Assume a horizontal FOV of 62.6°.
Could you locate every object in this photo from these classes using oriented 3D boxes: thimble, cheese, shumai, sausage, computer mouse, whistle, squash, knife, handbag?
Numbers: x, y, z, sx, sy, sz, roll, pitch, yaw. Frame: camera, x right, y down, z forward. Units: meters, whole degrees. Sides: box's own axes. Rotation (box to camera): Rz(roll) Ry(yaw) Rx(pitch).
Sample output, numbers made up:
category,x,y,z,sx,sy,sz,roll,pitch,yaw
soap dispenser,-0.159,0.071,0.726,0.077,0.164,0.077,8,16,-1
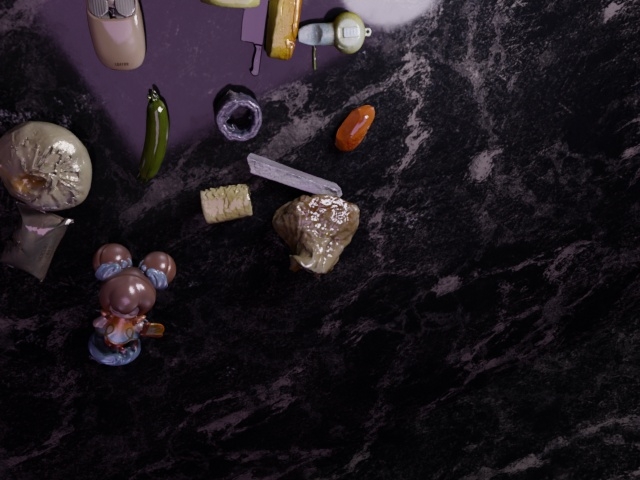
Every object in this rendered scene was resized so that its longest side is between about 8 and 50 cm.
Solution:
category,x,y,z,sx,sy,sz,roll,pitch,yaw
thimble,-0.261,-0.390,1.657,0.149,0.098,0.150,-7,122,-11
cheese,-0.319,-0.126,1.799,0.167,0.094,0.123,-10,123,-8
shumai,0.000,0.000,1.820,0.313,0.263,0.267,-15,139,6
sausage,0.114,-0.376,1.765,0.089,0.089,0.179,24,114,-25
computer mouse,-0.571,-0.595,1.472,0.145,0.082,0.237,-3,121,-11
whistle,0.043,-0.627,1.599,0.222,0.123,0.123,-3,121,2
squash,-0.522,-0.312,1.656,0.071,0.080,0.319,-18,134,-50
knife,-0.203,-0.623,1.586,0.072,0.019,0.246,4,115,-14
handbag,-0.942,0.001,1.713,0.182,0.117,0.271,28,111,-17

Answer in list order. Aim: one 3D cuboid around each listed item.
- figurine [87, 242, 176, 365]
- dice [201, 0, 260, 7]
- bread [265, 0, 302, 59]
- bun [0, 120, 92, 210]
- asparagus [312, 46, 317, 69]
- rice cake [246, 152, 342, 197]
category,x,y,z,sx,sy,sz,roll,pitch,yaw
figurine,-0.677,0.222,1.853,0.276,0.248,0.388,10,126,-22
dice,-0.245,-0.729,1.420,0.166,0.169,0.170,-2,120,-12
bread,-0.103,-0.656,1.539,0.094,0.102,0.246,3,118,-14
bun,-0.840,-0.214,1.590,0.286,0.146,0.288,-6,118,-10
asparagus,-0.017,-0.594,1.648,0.015,0.014,0.115,-27,131,-38
rice cake,-0.091,-0.215,1.816,0.364,0.073,0.056,16,118,-22
